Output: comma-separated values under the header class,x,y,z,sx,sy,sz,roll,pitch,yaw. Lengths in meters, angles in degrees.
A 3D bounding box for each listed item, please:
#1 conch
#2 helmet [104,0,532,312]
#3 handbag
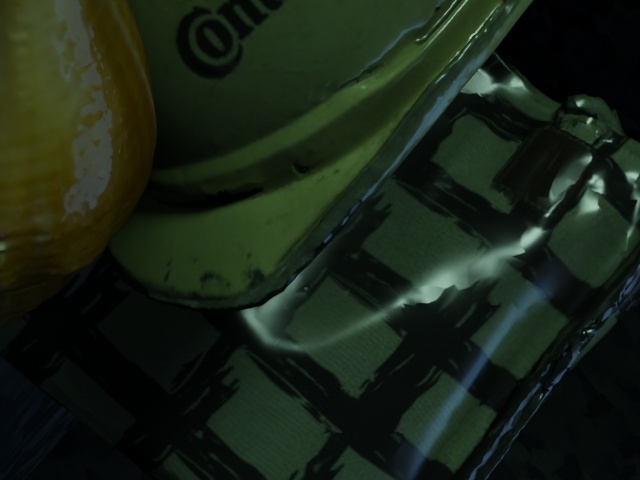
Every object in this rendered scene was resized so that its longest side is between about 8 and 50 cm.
class,x,y,z,sx,sy,sz,roll,pitch,yaw
conch,-0.102,-0.083,0.371,0.093,0.109,0.330,-107,-158,-47
helmet,-0.033,-0.116,0.472,0.204,0.137,0.257,24,-105,50
handbag,0.000,0.000,0.701,0.327,0.325,0.162,-49,-178,3
